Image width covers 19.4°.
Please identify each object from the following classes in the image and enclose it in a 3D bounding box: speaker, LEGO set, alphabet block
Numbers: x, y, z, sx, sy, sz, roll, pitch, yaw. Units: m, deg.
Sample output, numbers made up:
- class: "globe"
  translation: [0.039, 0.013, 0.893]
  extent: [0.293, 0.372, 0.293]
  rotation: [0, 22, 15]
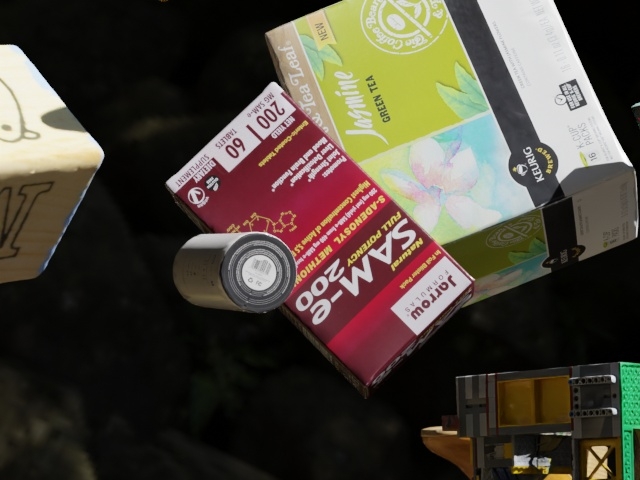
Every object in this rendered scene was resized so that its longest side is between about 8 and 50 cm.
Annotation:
- class: "speaker"
  translation: [-0.062, 0.022, 1.310]
  extent: [0.055, 0.055, 0.136]
  rotation: [23, -8, -17]
- class: "LEGO set"
  translation: [0.237, 0.206, 1.481]
  extent: [0.331, 0.255, 0.192]
  rotation: [-4, -4, -44]
- class: "alphabet block"
  translation: [-0.381, -0.074, 1.948]
  extent: [0.197, 0.193, 0.192]
  rotation: [-10, 49, -48]

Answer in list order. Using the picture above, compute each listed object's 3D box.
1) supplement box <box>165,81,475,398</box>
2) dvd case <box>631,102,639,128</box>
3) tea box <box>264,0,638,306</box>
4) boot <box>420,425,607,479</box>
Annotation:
- class: "supplement box"
  translation: [0.000, 0.000, 1.556]
  extent: [0.239, 0.130, 0.073]
  rotation: [44, -6, 10]
- class: "dvd case"
  translation: [0.379, -0.094, 1.950]
  extent: [0.013, 0.119, 0.087]
  rotation: [-33, 12, -35]
- class: "tea box"
  translation: [0.151, -0.119, 2.147]
  extent: [0.220, 0.323, 0.329]
  rotation: [62, 5, -67]
- class: "boot"
  translation: [0.232, 0.333, 2.225]
  extent: [0.295, 0.211, 0.104]
  rotation: [14, -10, -35]
